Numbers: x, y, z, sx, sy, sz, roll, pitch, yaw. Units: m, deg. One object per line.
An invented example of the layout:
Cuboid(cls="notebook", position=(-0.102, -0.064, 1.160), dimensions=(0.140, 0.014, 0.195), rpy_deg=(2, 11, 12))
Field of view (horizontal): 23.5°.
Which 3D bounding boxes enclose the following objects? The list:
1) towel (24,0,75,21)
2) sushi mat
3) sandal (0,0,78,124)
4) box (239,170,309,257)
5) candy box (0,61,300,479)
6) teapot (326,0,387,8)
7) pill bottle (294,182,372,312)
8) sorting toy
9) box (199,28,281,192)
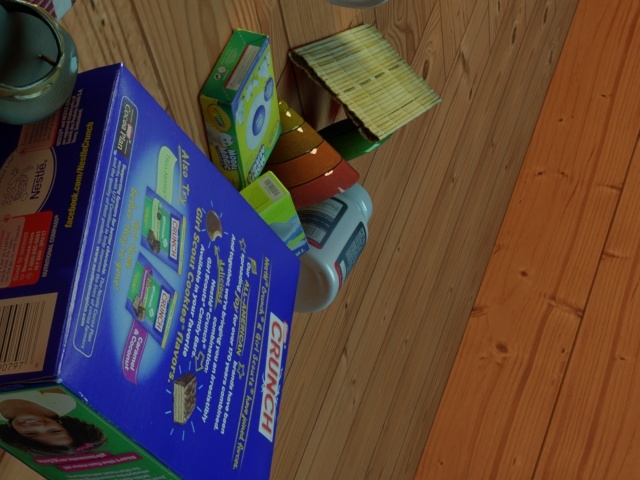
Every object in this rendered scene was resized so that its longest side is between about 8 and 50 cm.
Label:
Cuboid(cls="towel", position=(-0.255, -0.192, 1.006), dimensions=(0.329, 0.037, 0.237), rpy_deg=(-58, 156, -52))
Cuboid(cls="sushi mat", position=(0.063, -0.205, 1.951), dimensions=(0.019, 0.151, 0.316), rpy_deg=(-42, 178, 23))
Cuboid(cls="sandal", position=(-0.207, -0.135, 1.035), dimensions=(0.219, 0.060, 0.090), rpy_deg=(53, 50, -70))
Cuboid(cls="box", position=(-0.074, 0.002, 1.729), dimensions=(0.109, 0.042, 0.178), rpy_deg=(-37, 156, -7))
Cuboid(cls="candy box", position=(-0.144, 0.063, 1.213), dimensions=(0.317, 0.122, 0.268), rpy_deg=(49, 40, -49))
Cuboid(cls="teapot", position=(0.011, -0.341, 1.467), dimensions=(0.256, 0.187, 0.253), rpy_deg=(-45, 156, -71))
Cuboid(cls="pill bottle", position=(0.000, 0.000, 1.958), dimensions=(0.180, 0.108, 0.108), rpy_deg=(-57, 156, -49))
Cuboid(cls="sorting toy", position=(0.005, -0.157, 1.906), dimensions=(0.126, 0.127, 0.365), rpy_deg=(67, 25, -16))
Cuboid(cls="box", position=(-0.084, -0.129, 1.665), dimensions=(0.179, 0.043, 0.105), rpy_deg=(86, 24, -55))
